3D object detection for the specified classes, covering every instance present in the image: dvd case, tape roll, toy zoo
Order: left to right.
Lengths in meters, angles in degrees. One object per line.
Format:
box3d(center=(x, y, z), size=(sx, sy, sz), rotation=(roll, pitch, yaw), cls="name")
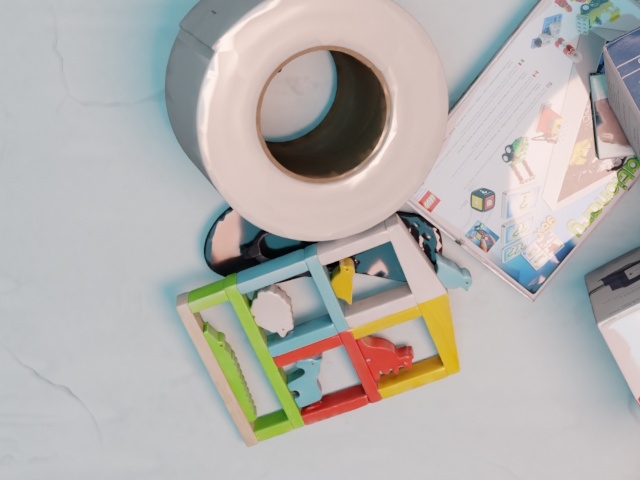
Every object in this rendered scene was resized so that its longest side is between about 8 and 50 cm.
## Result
box3d(center=(-0.018, -0.137, 1.358), size=(0.246, 0.169, 0.246), rotation=(-5, 107, -15), cls="tape roll")
box3d(center=(0.020, 0.090, 1.465), size=(0.293, 0.030, 0.192), rotation=(-20, 116, 8), cls="toy zoo")
box3d(center=(0.331, -0.130, 1.390), size=(0.119, 0.013, 0.087), rotation=(-7, 99, 3), cls="dvd case")

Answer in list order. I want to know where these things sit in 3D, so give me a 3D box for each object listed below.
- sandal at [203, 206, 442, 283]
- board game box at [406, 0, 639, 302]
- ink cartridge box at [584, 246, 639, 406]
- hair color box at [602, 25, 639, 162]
box3d(center=(0.001, -0.001, 1.472), size=(0.255, 0.054, 0.097), rotation=(-1, 98, 5), cls="sandal")
box3d(center=(0.240, -0.113, 1.434), size=(0.193, 0.053, 0.305), rotation=(39, 100, -3), cls="board game box")
box3d(center=(0.343, 0.108, 1.366), size=(0.100, 0.237, 0.172), rotation=(-27, 95, 12), cls="ink cartridge box")
box3d(center=(0.377, -0.025, 1.250), size=(0.105, 0.174, 0.347), rotation=(-26, 73, 7), cls="hair color box")
